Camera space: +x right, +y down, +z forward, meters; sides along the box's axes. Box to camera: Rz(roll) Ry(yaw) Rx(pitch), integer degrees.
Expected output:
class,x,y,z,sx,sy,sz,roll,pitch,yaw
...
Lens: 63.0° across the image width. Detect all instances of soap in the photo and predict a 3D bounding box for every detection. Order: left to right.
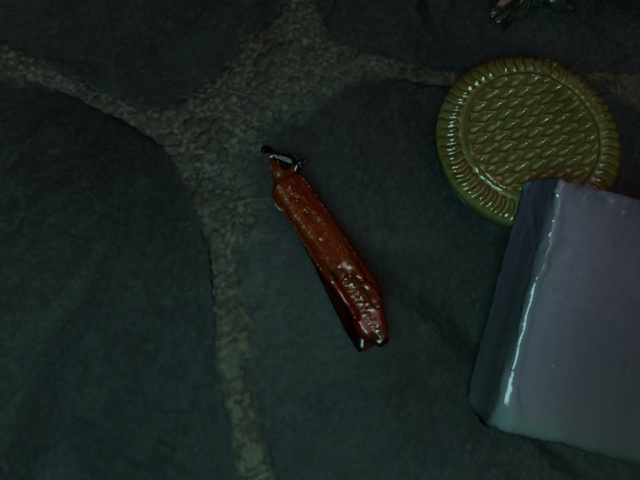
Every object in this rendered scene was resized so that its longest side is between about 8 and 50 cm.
class,x,y,z,sx,sy,sz,roll,pitch,yaw
soap,0.347,0.102,0.586,0.296,0.107,0.285,16,90,-1

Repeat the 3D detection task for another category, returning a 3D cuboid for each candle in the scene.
class,x,y,z,sx,sy,sz,roll,pitch,yaw
candle,0.000,0.000,0.655,0.059,0.084,0.301,-16,67,-40

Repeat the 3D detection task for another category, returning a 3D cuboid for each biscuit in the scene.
class,x,y,z,sx,sy,sz,roll,pitch,yaw
biscuit,0.272,-0.133,0.694,0.259,0.079,0.259,0,75,-1

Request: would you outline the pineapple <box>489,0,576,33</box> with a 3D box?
class,x,y,z,sx,sy,sz,roll,pitch,yaw
pineapple,0.400,-0.427,0.748,0.361,0.175,0.175,-15,76,8
